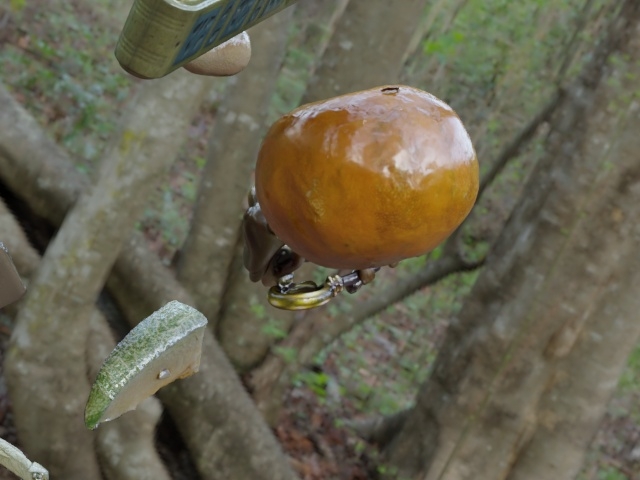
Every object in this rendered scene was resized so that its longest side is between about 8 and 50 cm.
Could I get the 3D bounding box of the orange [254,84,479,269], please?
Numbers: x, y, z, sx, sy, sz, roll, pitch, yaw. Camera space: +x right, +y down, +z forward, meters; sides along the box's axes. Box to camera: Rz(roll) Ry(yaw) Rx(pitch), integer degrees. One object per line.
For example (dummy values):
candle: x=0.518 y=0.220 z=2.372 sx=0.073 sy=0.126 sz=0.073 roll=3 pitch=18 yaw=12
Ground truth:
orange: x=0.056 y=-0.078 z=1.503 sx=0.283 sy=0.226 sz=0.284 roll=-10 pitch=-1 yaw=0

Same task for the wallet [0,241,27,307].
wallet: x=-0.521 y=0.073 z=1.762 sx=0.039 sy=0.152 sz=0.118 roll=50 pitch=-17 yaw=48

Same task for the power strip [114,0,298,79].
power strip: x=-0.075 y=-0.242 z=1.135 sx=0.066 sy=0.092 sz=0.387 roll=35 pitch=32 yaw=3

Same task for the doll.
doll: x=0.000 y=0.004 z=2.372 sx=0.339 sy=0.209 sz=0.318 roll=0 pitch=29 yaw=-34

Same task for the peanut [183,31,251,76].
peanut: x=-0.146 y=-0.252 z=1.546 sx=0.076 sy=0.076 sz=0.152 roll=31 pitch=17 yaw=27

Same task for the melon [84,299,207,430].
melon: x=-0.210 y=0.151 z=1.411 sx=0.054 sy=0.098 sz=0.182 roll=23 pitch=32 yaw=30

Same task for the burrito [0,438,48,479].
burrito: x=-0.524 y=0.367 z=2.012 sx=0.185 sy=0.045 sz=0.041 roll=27 pitch=26 yaw=30
